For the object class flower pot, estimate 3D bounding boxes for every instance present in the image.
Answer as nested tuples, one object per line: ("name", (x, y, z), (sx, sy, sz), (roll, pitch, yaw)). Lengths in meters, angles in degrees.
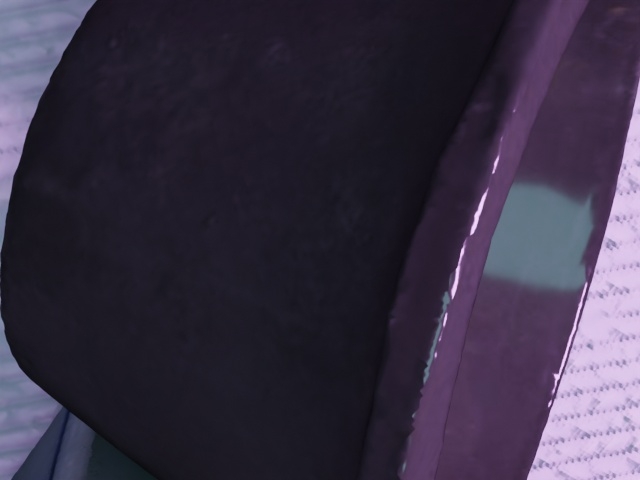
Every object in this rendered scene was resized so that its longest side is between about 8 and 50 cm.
("flower pot", (0.000, 0.000, 0.566), (0.166, 0.269, 0.269), (14, 116, 16))

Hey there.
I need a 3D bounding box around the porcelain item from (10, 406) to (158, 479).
("porcelain item", (-0.007, 0.199, 0.616), (0.281, 0.286, 0.157), (28, 115, -14))
